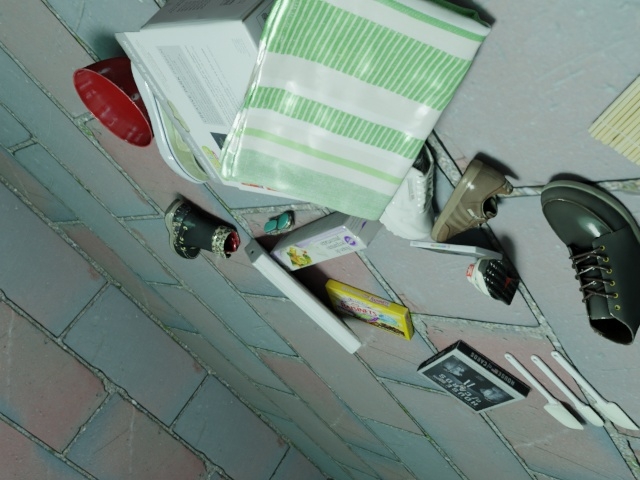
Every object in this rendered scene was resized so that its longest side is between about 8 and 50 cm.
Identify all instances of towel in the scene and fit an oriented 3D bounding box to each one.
[{"bbox_3d":[0.027,-0.166,0.752,0.247,0.038,0.325,16,134,-13],"label":"towel"}]

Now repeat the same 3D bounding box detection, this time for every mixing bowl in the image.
[{"bbox_3d":[-0.359,-0.275,1.149,0.181,0.098,0.181,29,153,16],"label":"mixing bowl"}]

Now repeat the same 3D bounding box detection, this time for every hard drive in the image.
[{"bbox_3d":[-0.045,0.125,1.419,0.307,0.040,0.203,44,178,-15],"label":"hard drive"}]

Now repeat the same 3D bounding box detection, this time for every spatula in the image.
[{"bbox_3d":[0.476,0.297,1.191,0.242,0.019,0.168,43,154,-14],"label":"spatula"}]

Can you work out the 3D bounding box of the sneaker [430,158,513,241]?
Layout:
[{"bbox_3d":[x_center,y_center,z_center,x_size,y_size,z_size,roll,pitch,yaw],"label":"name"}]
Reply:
[{"bbox_3d":[0.216,-0.040,0.891,0.071,0.066,0.188,30,154,9],"label":"sneaker"}]

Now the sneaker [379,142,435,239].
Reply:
[{"bbox_3d":[0.128,-0.087,0.905,0.094,0.090,0.235,-1,138,37],"label":"sneaker"}]

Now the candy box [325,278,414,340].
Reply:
[{"bbox_3d":[0.111,0.156,1.383,0.205,0.027,0.105,19,146,31],"label":"candy box"}]

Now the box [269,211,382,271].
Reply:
[{"bbox_3d":[0.000,0.000,1.214,0.063,0.067,0.324,42,152,-15],"label":"box"}]

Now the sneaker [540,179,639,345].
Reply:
[{"bbox_3d":[0.353,0.028,0.780,0.222,0.118,0.083,41,153,-11],"label":"sneaker"}]

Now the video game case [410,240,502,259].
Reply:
[{"bbox_3d":[0.219,0.015,0.989,0.122,0.011,0.087,6,176,45],"label":"video game case"}]

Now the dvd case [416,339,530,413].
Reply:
[{"bbox_3d":[0.334,0.313,1.374,0.179,0.030,0.239,35,153,4],"label":"dvd case"}]

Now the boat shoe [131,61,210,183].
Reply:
[{"bbox_3d":[-0.244,-0.216,1.106,0.094,0.109,0.302,16,146,27],"label":"boat shoe"}]

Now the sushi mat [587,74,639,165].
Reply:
[{"bbox_3d":[0.393,-0.151,0.553,0.151,0.019,0.317,34,154,6],"label":"sushi mat"}]

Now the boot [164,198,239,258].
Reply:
[{"bbox_3d":[-0.294,0.007,1.555,0.178,0.085,0.236,26,152,15],"label":"boot"}]

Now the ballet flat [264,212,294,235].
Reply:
[{"bbox_3d":[-0.079,-0.034,1.293,0.041,0.041,0.114,44,153,-17],"label":"ballet flat"}]

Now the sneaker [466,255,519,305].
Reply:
[{"bbox_3d":[0.260,0.059,0.975,0.075,0.057,0.161,21,175,36],"label":"sneaker"}]

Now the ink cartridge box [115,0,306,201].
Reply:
[{"bbox_3d":[-0.109,-0.218,0.908,0.271,0.130,0.310,12,145,37],"label":"ink cartridge box"}]
